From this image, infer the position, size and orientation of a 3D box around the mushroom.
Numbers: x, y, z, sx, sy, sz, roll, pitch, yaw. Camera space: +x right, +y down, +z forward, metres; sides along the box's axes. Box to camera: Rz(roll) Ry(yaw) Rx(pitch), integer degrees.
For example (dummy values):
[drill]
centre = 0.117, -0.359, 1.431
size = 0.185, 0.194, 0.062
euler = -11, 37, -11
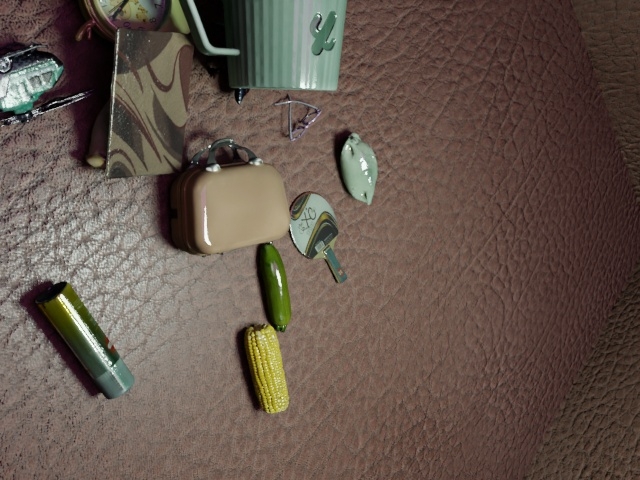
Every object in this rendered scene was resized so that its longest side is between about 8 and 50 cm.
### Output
[mushroom]
centre = -0.427, -0.308, 1.644
size = 0.109, 0.097, 0.351
euler = 40, 69, -22

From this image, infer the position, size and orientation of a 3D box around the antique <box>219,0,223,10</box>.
[antique]
centre = -0.169, -0.702, 1.845
size = 0.284, 0.150, 0.125
euler = -46, 118, -21

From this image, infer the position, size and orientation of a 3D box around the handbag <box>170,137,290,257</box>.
[handbag]
centre = -0.230, -0.114, 1.796
size = 0.301, 0.149, 0.284
euler = -14, 104, -39

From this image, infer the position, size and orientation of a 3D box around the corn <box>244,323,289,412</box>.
[corn]
centre = -0.145, 0.345, 1.927
size = 0.093, 0.093, 0.244
euler = -22, 106, -40

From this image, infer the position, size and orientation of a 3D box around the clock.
[clock]
centre = -0.444, -0.549, 1.613
size = 0.308, 0.096, 0.235
euler = -31, 114, -37

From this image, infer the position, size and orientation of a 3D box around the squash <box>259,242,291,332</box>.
[squash]
centre = -0.120, 0.133, 1.956
size = 0.069, 0.069, 0.258
euler = -19, 104, -40

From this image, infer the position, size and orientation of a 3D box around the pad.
[pad]
centre = -0.381, -0.303, 1.610
size = 0.220, 0.004, 0.331
euler = -14, 119, -50

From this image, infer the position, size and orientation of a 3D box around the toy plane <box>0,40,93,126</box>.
[toy plane]
centre = -0.648, -0.295, 1.441
size = 0.381, 0.106, 0.155
euler = -39, 128, -40

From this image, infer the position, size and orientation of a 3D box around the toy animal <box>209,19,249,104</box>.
[toy animal]
centre = -0.200, -0.462, 1.826
size = 0.179, 0.116, 0.219
euler = -23, 100, -39

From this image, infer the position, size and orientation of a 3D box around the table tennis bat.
[table tennis bat]
centre = 0.000, 0.000, 2.095
size = 0.173, 0.022, 0.301
euler = -43, 117, -32

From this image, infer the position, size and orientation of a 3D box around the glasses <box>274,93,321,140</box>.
[glasses]
centre = -0.069, -0.357, 1.987
size = 0.140, 0.062, 0.104
euler = -51, 122, -30

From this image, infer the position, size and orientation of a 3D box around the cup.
[cup]
centre = -0.126, -0.553, 1.662
size = 0.310, 0.400, 0.393
euler = -67, 160, -78

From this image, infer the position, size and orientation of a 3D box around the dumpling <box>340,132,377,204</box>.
[dumpling]
centre = 0.133, -0.219, 2.145
size = 0.149, 0.104, 0.217
euler = -22, 103, -33

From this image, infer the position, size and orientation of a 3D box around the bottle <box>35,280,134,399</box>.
[bottle]
centre = -0.518, 0.226, 1.588
size = 0.082, 0.082, 0.286
euler = -43, 119, -32
